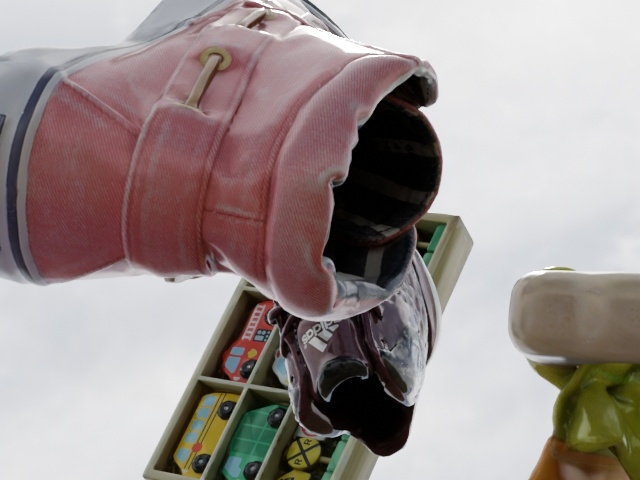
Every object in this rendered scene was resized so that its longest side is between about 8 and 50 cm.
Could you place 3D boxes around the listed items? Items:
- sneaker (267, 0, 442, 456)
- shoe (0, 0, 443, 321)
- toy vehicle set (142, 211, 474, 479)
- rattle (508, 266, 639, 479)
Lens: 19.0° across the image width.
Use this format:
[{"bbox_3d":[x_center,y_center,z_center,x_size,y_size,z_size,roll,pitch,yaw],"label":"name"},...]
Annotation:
[{"bbox_3d":[0.000,0.000,1.043,0.106,0.162,0.281,-21,-62,14],"label":"sneaker"},{"bbox_3d":[-0.008,-0.022,0.435,0.081,0.178,0.063,10,-75,15],"label":"shoe"},{"bbox_3d":[-0.007,0.088,1.440,0.166,0.267,0.035,6,-34,33],"label":"toy vehicle set"},{"bbox_3d":[0.154,0.071,0.579,0.200,0.142,0.130,6,-22,12],"label":"rattle"}]
